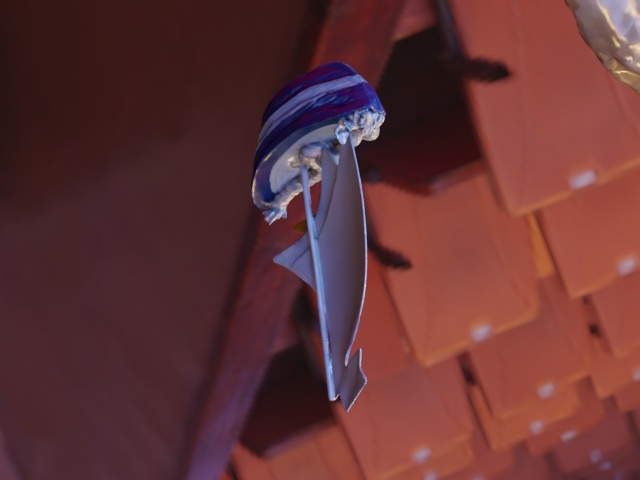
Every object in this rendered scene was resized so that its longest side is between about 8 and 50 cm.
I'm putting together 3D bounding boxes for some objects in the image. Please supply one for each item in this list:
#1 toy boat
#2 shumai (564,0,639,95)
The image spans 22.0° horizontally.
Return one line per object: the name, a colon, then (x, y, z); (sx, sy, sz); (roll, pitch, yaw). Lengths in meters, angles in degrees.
toy boat: (0.000, 0.000, 1.380); (0.067, 0.291, 0.220); (8, 154, -26)
shumai: (0.143, -0.108, 0.397); (0.201, 0.201, 0.120); (-28, -151, -33)
